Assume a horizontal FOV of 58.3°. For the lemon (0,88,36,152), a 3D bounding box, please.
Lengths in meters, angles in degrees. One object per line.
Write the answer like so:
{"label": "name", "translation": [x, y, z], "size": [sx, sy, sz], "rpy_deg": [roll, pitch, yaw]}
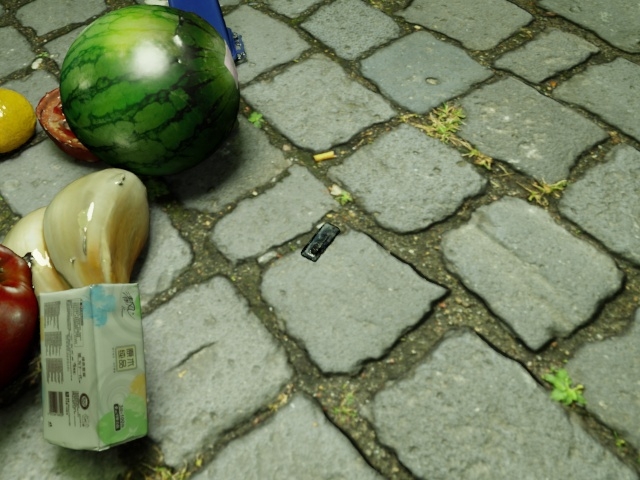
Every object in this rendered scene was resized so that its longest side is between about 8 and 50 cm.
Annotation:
{"label": "lemon", "translation": [-0.751, -0.273, 1.332], "size": [0.142, 0.142, 0.187], "rpy_deg": [22, 55, 20]}

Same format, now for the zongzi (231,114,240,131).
{"label": "zongzi", "translation": [-0.233, -0.241, 1.322], "size": [0.109, 0.055, 0.119], "rpy_deg": [-11, 62, -4]}

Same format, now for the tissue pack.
{"label": "tissue pack", "translation": [-0.328, 0.185, 0.882], "size": [0.159, 0.145, 0.229], "rpy_deg": [-10, 83, 37]}

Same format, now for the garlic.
{"label": "garlic", "translation": [-0.440, 0.007, 1.063], "size": [0.249, 0.286, 0.313], "rpy_deg": [20, 46, -38]}

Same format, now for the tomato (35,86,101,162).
{"label": "tomato", "translation": [-0.532, -0.271, 1.341], "size": [0.228, 0.101, 0.228], "rpy_deg": [5, 59, -7]}

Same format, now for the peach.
{"label": "peach", "translation": [-0.597, 0.137, 0.828], "size": [0.361, 0.201, 0.258], "rpy_deg": [-35, 72, -9]}

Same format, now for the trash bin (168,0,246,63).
{"label": "trash bin", "translation": [-0.301, -0.563, 1.464], "size": [0.184, 0.234, 0.162], "rpy_deg": [-13, 51, -5]}

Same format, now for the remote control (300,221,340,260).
{"label": "remote control", "translation": [0.000, 0.000, 1.132], "size": [0.039, 0.014, 0.096], "rpy_deg": [26, 59, 23]}

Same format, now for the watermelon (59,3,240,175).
{"label": "watermelon", "translation": [-0.340, -0.294, 1.159], "size": [0.363, 0.363, 0.363], "rpy_deg": [-2, 51, 3]}
